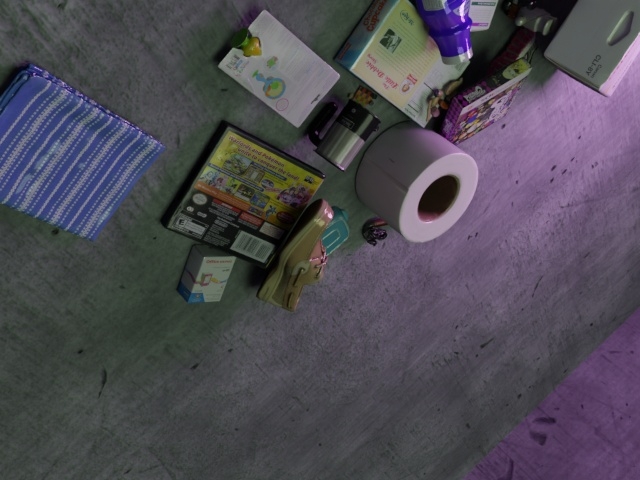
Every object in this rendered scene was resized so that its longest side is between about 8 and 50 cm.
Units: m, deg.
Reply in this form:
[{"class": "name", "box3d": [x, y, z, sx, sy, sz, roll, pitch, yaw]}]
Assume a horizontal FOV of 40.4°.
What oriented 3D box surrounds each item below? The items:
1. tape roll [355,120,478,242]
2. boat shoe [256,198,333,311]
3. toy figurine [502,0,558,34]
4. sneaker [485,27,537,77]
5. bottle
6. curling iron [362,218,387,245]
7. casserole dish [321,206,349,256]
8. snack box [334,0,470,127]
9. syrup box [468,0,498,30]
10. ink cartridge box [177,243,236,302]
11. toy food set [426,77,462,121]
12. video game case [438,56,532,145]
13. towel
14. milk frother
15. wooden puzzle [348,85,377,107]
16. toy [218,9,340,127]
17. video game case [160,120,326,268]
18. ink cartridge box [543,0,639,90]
[{"class": "tape roll", "box3d": [0.228, -0.140, 2.068, 0.246, 0.169, 0.246, -24, 136, -26]}, {"class": "boat shoe", "box3d": [-0.034, 0.037, 1.937, 0.341, 0.110, 0.121, -57, -175, 48]}, {"class": "toy figurine", "box3d": [0.483, -0.589, 1.950, 0.213, 0.148, 0.209, -54, 147, 5]}, {"class": "sneaker", "box3d": [0.473, -0.435, 2.129, 0.170, 0.063, 0.075, -53, 143, 8]}, {"class": "bottle", "box3d": [0.249, -0.500, 1.776, 0.118, 0.092, 0.282, -42, 126, -34]}, {"class": "curling iron", "box3d": [0.217, -0.050, 2.244, 0.274, 0.035, 0.068, -20, 139, -30]}, {"class": "casserole dish", "box3d": [0.000, 0.000, 2.083, 0.188, 0.037, 0.114, -38, 141, -10]}, {"class": "snack box", "box3d": [0.186, -0.391, 1.898, 0.187, 0.060, 0.322, -55, 142, 8]}, {"class": "syrup box", "box3d": [0.332, -0.574, 1.850, 0.096, 0.093, 0.236, -10, 129, -38]}, {"class": "ink cartridge box", "box3d": [-0.248, 0.072, 1.897, 0.089, 0.052, 0.122, -1, 122, -42]}, {"class": "toy food set", "box3d": [0.276, -0.320, 1.984, 0.122, 0.019, 0.078, -34, 143, -34]}, {"class": "video game case", "box3d": [0.385, -0.320, 2.085, 0.210, 0.041, 0.232, -31, 165, -16]}, {"class": "towel", "box3d": [-0.454, -0.141, 1.531, 0.243, 0.040, 0.336, -52, 142, 7]}, {"class": "milk frother", "box3d": [0.062, -0.219, 1.876, 0.134, 0.129, 0.143, -54, 135, 2]}, {"class": "wooden puzzle", "box3d": [0.090, -0.312, 1.920, 0.083, 0.006, 0.049, 18, 109, -50]}, {"class": "toy", "box3d": [-0.084, -0.337, 1.695, 0.137, 0.056, 0.237, -49, 137, 8]}, {"class": "video game case", "box3d": [-0.157, -0.088, 1.821, 0.275, 0.035, 0.248, 25, 105, -38]}, {"class": "ink cartridge box", "box3d": [0.692, -0.506, 2.082, 0.279, 0.160, 0.385, -59, 166, 16]}]
